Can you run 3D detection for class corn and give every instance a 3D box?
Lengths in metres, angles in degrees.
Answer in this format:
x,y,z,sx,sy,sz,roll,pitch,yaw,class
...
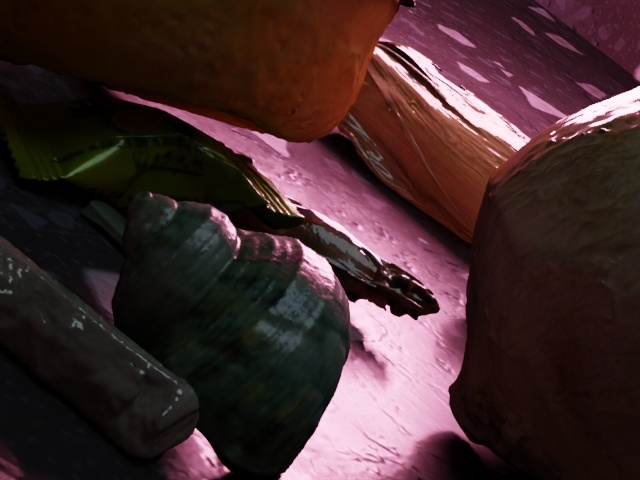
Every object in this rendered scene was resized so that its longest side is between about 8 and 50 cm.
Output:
x,y,z,sx,sy,sz,roll,pitch,yaw,class
0.130,-0.100,2.058,0.305,0.123,0.122,39,20,25,corn

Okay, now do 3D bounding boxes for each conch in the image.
x,y,z,sx,sy,sz,roll,pitch,yaw,class
-0.062,0.054,1.281,0.188,0.122,0.176,34,40,19,conch

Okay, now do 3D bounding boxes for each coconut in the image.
x,y,z,sx,sy,sz,roll,pitch,yaw,class
0.274,0.069,1.475,0.404,0.405,0.404,29,17,-10,coconut

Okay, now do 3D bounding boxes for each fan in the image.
x,y,z,sx,sy,sz,roll,pitch,yaw,class
-0.114,0.027,1.442,0.193,0.016,0.038,42,17,33,fan

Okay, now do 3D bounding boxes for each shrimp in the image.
x,y,z,sx,sy,sz,roll,pitch,yaw,class
0.001,-0.002,1.671,0.251,0.052,0.143,36,14,15,shrimp

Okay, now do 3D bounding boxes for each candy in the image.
x,y,z,sx,sy,sz,roll,pitch,yaw,class
-0.139,-0.068,1.549,0.246,0.069,0.149,7,22,-23,candy

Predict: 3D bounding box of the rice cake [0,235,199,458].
x,y,z,sx,sy,sz,roll,pitch,yaw,class
-0.184,0.044,1.211,0.256,0.052,0.057,37,46,17,rice cake

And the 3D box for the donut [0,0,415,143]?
x,y,z,sx,sy,sz,roll,pitch,yaw,class
-0.141,-0.193,1.622,0.377,0.163,0.435,19,3,41,donut
